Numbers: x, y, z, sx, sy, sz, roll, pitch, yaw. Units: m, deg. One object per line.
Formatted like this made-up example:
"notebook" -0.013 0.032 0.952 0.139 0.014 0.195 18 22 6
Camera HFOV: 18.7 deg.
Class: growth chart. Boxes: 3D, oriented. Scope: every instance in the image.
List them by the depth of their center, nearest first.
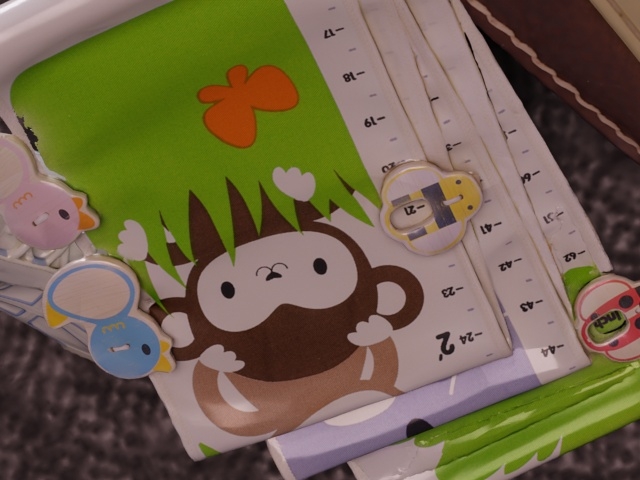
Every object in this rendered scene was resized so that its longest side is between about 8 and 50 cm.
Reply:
"growth chart" 0.000 0.000 0.589 0.172 0.021 0.237 -32 117 13

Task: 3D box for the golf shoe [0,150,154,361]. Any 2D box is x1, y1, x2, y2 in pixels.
"golf shoe" -0.092 0.000 0.623 0.176 0.086 0.069 16 89 5

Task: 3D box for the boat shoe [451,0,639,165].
"boat shoe" 0.019 -0.134 0.611 0.342 0.123 0.123 47 125 -5
